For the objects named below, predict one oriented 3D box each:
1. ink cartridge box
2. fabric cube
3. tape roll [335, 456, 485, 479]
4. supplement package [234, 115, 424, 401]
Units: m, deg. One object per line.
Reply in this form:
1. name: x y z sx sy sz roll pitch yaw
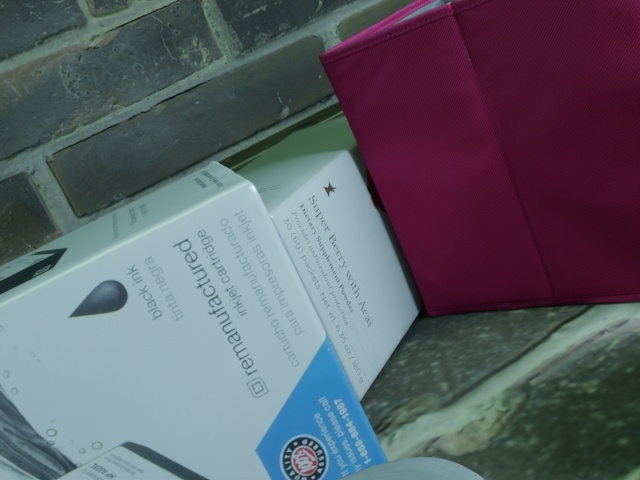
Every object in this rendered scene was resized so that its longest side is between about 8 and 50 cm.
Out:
1. ink cartridge box: -0.143 0.119 0.438 0.307 0.223 0.129 -28 18 -10
2. fabric cube: 0.202 -0.114 0.609 0.259 0.258 0.254 -10 23 39
3. tape roll: -0.011 0.176 0.249 0.219 0.072 0.219 -33 3 2
4. supplement package: 0.000 0.000 0.679 0.175 0.177 0.293 -12 21 37
